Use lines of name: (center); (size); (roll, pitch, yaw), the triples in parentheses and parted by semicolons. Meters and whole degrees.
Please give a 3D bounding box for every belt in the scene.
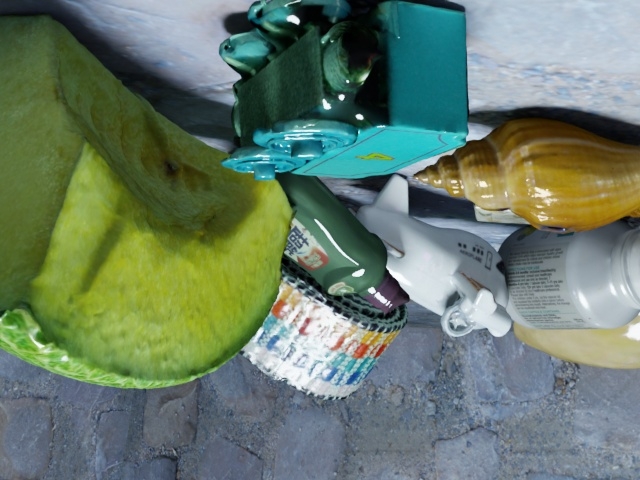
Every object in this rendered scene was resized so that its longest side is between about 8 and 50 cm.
belt: (-0.036, 0.047, 1.135); (0.295, 0.160, 0.207); (38, -159, 4)

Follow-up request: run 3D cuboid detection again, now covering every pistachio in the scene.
pistachio: (0.415, 0.101, 1.346); (0.181, 0.162, 0.293); (36, 158, -35)

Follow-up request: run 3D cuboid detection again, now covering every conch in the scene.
conch: (0.244, -0.049, 0.790); (0.330, 0.093, 0.109); (5, 163, 0)

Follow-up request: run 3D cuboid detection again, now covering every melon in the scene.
melon: (-0.157, -0.018, 0.765); (0.331, 0.226, 0.343); (47, 179, 37)

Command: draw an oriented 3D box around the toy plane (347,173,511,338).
toy plane: (0.134, 0.023, 1.080); (0.245, 0.117, 0.244); (34, -172, -5)

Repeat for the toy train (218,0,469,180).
toy train: (0.014, -0.099, 0.636); (0.154, 0.107, 0.198); (2, 173, -23)

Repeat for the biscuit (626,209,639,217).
biscuit: (0.344, -0.048, 0.919); (0.188, 0.027, 0.188); (7, 170, 1)

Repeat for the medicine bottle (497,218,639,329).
medicine bottle: (0.323, 0.039, 1.111); (0.135, 0.135, 0.215); (12, 168, -31)

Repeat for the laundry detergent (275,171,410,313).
laundry detergent: (0.000, 0.000, 0.980); (0.222, 0.078, 0.144); (42, 154, -12)

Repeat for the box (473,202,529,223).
box: (0.211, -0.043, 0.978); (0.098, 0.045, 0.062); (5, 169, 16)
